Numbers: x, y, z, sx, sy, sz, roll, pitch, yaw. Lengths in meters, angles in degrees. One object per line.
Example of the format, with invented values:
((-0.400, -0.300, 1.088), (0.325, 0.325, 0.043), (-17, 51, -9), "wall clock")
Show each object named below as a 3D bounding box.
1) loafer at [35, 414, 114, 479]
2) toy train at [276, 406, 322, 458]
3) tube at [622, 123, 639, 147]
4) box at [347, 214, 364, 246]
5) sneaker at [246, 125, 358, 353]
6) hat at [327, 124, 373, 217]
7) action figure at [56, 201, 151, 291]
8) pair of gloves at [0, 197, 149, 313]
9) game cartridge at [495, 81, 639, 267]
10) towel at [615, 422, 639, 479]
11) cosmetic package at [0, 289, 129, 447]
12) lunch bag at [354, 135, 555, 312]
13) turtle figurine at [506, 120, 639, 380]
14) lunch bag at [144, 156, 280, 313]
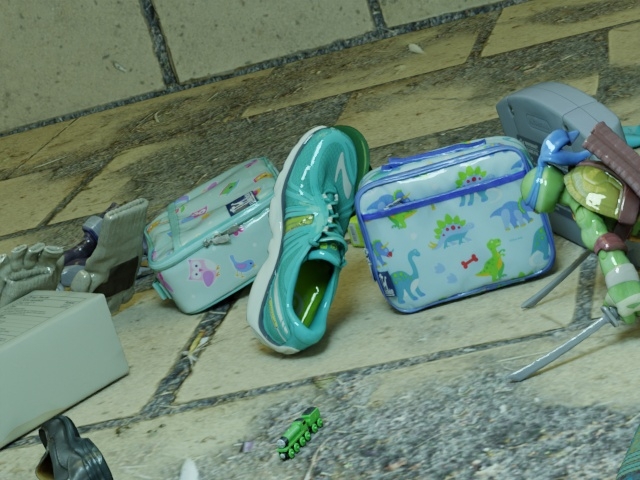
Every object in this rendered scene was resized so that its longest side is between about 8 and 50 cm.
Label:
((-0.275, 0.229, 1.792), (0.061, 0.062, 0.170), (-27, 17, -18), "loafer")
((-0.022, 0.193, 1.714), (0.017, 0.024, 0.083), (-8, 18, 30), "toy train")
((0.363, -0.132, 2.394), (0.207, 0.052, 0.080), (-11, 25, -3), "tube")
((0.136, -0.041, 2.318), (0.178, 0.042, 0.109), (-29, 20, -34), "box")
((0.000, 0.000, 1.983), (0.107, 0.275, 0.110), (17, -11, -27), "sneaker")
((0.062, -0.062, 2.491), (0.173, 0.183, 0.208), (-19, 55, 38), "hat")
((-0.377, 0.053, 2.444), (0.285, 0.099, 0.185), (-28, 26, -23), "action figure")
((-0.330, 0.050, 2.235), (0.240, 0.204, 0.042), (-29, 58, -31), "pair of gloves")
((0.301, -0.088, 2.021), (0.062, 0.198, 0.297), (-20, 16, -10), "game cartridge")
((0.394, 0.106, 1.437), (0.271, 0.040, 0.370), (-27, 12, 32), "towel")
((-0.401, 0.172, 2.020), (0.309, 0.113, 0.160), (-29, 19, -38), "cosmetic package")
((0.155, -0.023, 1.989), (0.219, 0.176, 0.090), (-14, 15, 8), "lunch bag")
((0.337, 0.023, 1.784), (0.266, 0.275, 0.198), (6, -3, 8), "turtle figurine")
((-0.136, -0.010, 2.327), (0.224, 0.108, 0.279), (-29, 15, 0), "lunch bag")
